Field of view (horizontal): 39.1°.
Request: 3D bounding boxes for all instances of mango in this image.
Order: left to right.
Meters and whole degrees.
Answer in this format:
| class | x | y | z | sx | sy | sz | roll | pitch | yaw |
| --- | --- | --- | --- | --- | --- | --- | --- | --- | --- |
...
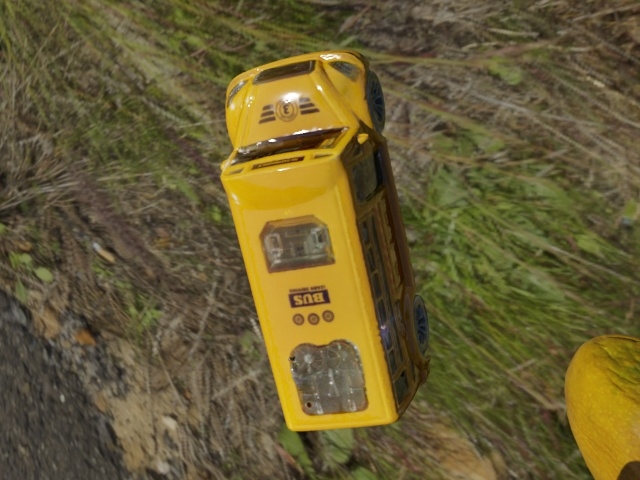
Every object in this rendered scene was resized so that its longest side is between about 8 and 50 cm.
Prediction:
| class | x | y | z | sx | sy | sz | roll | pitch | yaw |
| --- | --- | --- | --- | --- | --- | --- | --- | --- | --- |
| mango | 0.344 | 0.226 | 0.861 | 0.144 | 0.359 | 0.187 | -35 | 129 | 11 |

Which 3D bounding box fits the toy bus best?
| class | x | y | z | sx | sy | sz | roll | pitch | yaw |
| --- | --- | --- | --- | --- | --- | --- | --- | --- | --- |
| toy bus | 0.000 | 0.000 | 0.404 | 0.070 | 0.074 | 0.162 | -8 | 104 | 20 |
